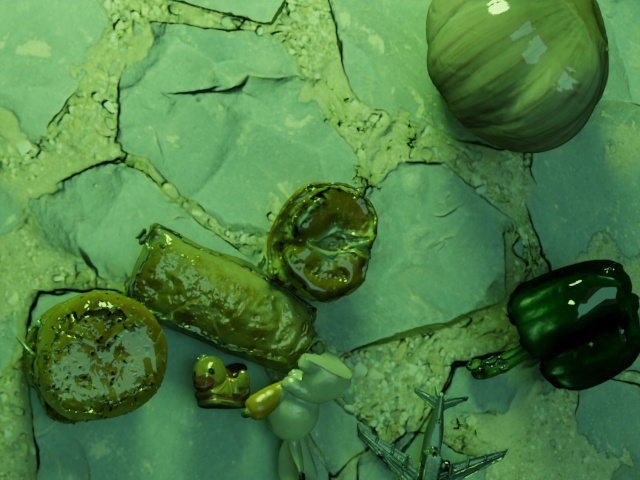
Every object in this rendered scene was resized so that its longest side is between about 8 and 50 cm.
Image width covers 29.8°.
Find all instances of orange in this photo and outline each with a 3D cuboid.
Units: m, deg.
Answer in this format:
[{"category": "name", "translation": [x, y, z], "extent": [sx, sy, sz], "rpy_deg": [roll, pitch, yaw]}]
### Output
[{"category": "orange", "translation": [0.000, 0.000, 1.649], "extent": [0.170, 0.112, 0.160], "rpy_deg": [-30, 104, -3]}]

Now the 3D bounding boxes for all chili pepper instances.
[{"category": "chili pepper", "translation": [0.340, 0.131, 1.767], "extent": [0.174, 0.261, 0.165], "rpy_deg": [50, 29, -29]}]

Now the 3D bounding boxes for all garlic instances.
[{"category": "garlic", "translation": [0.271, -0.268, 1.699], "extent": [0.317, 0.259, 0.317], "rpy_deg": [25, 52, -35]}]

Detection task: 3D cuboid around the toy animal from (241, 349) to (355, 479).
[{"category": "toy animal", "translation": [-0.031, 0.243, 1.621], "extent": [0.127, 0.131, 0.182], "rpy_deg": [37, 104, 15]}]

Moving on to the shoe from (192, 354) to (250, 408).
[{"category": "shoe", "translation": [-0.134, 0.191, 1.602], "extent": [0.109, 0.072, 0.069], "rpy_deg": [14, 68, -41]}]

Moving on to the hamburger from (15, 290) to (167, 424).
[{"category": "hamburger", "translation": [-0.292, 0.148, 1.513], "extent": [0.185, 0.113, 0.177], "rpy_deg": [20, 81, -22]}]

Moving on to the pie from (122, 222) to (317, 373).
[{"category": "pie", "translation": [-0.132, 0.081, 1.611], "extent": [0.282, 0.068, 0.129], "rpy_deg": [27, 81, -17]}]

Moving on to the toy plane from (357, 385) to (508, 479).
[{"category": "toy plane", "translation": [0.155, 0.321, 1.728], "extent": [0.226, 0.058, 0.226], "rpy_deg": [10, 83, -7]}]
